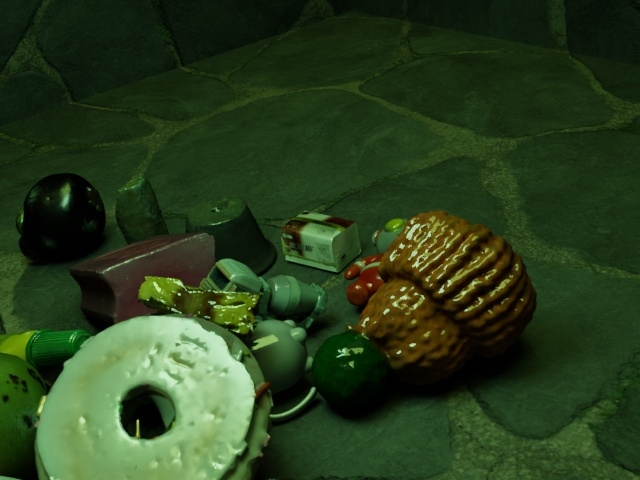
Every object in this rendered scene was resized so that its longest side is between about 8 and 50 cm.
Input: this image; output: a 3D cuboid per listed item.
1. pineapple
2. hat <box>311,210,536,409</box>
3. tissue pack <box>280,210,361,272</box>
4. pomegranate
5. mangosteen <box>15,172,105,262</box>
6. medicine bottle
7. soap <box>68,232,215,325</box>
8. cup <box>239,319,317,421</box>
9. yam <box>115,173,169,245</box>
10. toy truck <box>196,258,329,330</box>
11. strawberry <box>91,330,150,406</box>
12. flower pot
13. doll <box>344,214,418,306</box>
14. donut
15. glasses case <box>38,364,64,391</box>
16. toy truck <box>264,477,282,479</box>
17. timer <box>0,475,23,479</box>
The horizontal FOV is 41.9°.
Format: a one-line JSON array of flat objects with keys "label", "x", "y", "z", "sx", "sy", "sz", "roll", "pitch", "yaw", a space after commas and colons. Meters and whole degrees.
[{"label": "pineapple", "x": -0.191, "y": 0.116, "z": 1.451, "sx": 0.233, "sy": 0.135, "sz": 0.079, "roll": 13, "pitch": 73, "yaw": 19}, {"label": "hat", "x": 0.182, "y": 0.152, "z": 1.466, "sx": 0.285, "sy": 0.285, "sz": 0.400, "roll": 20, "pitch": 58, "yaw": 41}, {"label": "tissue pack", "x": 0.000, "y": -0.001, "z": 1.914, "sx": 0.149, "sy": 0.099, "sz": 0.106, "roll": 12, "pitch": 35, "yaw": 34}, {"label": "pomegranate", "x": -0.566, "y": 0.272, "z": 1.374, "sx": 0.291, "sy": 0.323, "sz": 0.291, "roll": 11, "pitch": -4, "yaw": 1}, {"label": "mangosteen", "x": -0.656, "y": -0.057, "z": 2.102, "sx": 0.243, "sy": 0.243, "sz": 0.243, "roll": -7, "pitch": 29, "yaw": 4}, {"label": "medicine bottle", "x": -0.520, "y": 0.200, "z": 1.518, "sx": 0.309, "sy": 0.076, "sz": 0.111, "roll": -12, "pitch": 13, "yaw": 39}, {"label": "soap", "x": -0.367, "y": 0.077, "z": 1.732, "sx": 0.233, "sy": 0.128, "sz": 0.359, "roll": -21, "pitch": 8, "yaw": -25}, {"label": "cup", "x": -0.085, "y": 0.221, "z": 1.503, "sx": 0.142, "sy": 0.134, "sz": 0.173, "roll": -19, "pitch": 30, "yaw": -17}, {"label": "yam", "x": -0.412, "y": -0.036, "z": 1.945, "sx": 0.106, "sy": 0.259, "sz": 0.106, "roll": -10, "pitch": 36, "yaw": 7}, {"label": "toy truck", "x": -0.107, "y": 0.117, "z": 1.617, "sx": 0.257, "sy": 0.140, "sz": 0.108, "roll": 28, "pitch": 7, "yaw": -36}, {"label": "strawberry", "x": -0.340, "y": 0.230, "z": 1.555, "sx": 0.280, "sy": 0.150, "sz": 0.253, "roll": -10, "pitch": -1, "yaw": 11}, {"label": "flower pot", "x": -0.229, "y": -0.009, "z": 1.948, "sx": 0.235, "sy": 0.148, "sz": 0.235, "roll": -8, "pitch": 29, "yaw": 5}, {"label": "doll", "x": 0.173, "y": 0.033, "z": 1.798, "sx": 0.200, "sy": 0.105, "sz": 0.336, "roll": 5, "pitch": 32, "yaw": 26}, {"label": "donut", "x": -0.251, "y": 0.293, "z": 1.305, "sx": 0.383, "sy": 0.142, "sz": 0.382, "roll": -5, "pitch": 59, "yaw": 8}, {"label": "glasses case", "x": -0.526, "y": 0.252, "z": 1.609, "sx": 0.193, "sy": 0.070, "sz": 0.102, "roll": -9, "pitch": 40, "yaw": 41}, {"label": "toy truck", "x": -0.007, "y": 0.423, "z": 1.145, "sx": 0.253, "sy": 0.107, "sz": 0.114, "roll": 9, "pitch": 33, "yaw": 29}, {"label": "timer", "x": -0.464, "y": 0.432, "z": 1.131, "sx": 0.240, "sy": 0.233, "sz": 0.233, "roll": 4, "pitch": 31, "yaw": 17}]
